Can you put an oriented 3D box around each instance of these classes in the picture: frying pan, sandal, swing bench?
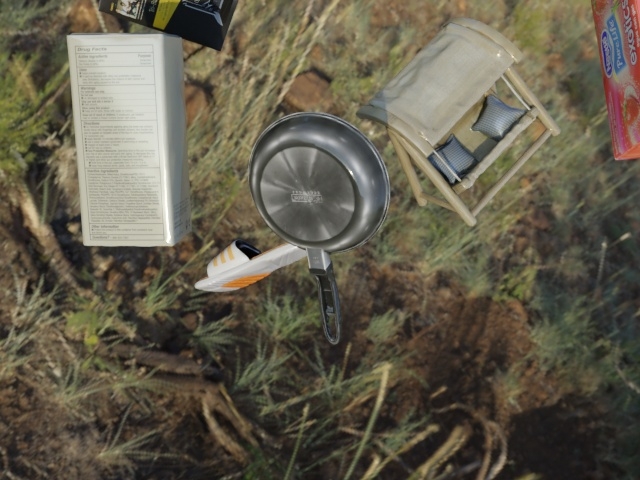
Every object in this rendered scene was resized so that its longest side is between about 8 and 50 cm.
[{"bbox_3d":[-0.026,-0.014,1.018,0.197,0.326,0.053,24,30,10],"label":"frying pan"},{"bbox_3d":[-0.131,0.030,1.504,0.102,0.265,0.076,21,48,-63],"label":"sandal"},{"bbox_3d":[0.244,-0.212,1.346,0.165,0.253,0.254,28,-19,54],"label":"swing bench"}]

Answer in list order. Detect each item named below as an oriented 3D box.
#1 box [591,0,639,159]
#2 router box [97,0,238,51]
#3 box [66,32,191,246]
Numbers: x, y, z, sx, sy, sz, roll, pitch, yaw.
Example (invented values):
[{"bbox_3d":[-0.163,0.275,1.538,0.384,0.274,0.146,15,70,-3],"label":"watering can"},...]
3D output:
[{"bbox_3d":[0.485,-0.276,1.059,0.142,0.154,0.299,92,-7,-80],"label":"box"},{"bbox_3d":[-0.251,-0.523,1.390,0.243,0.308,0.081,16,44,-16],"label":"router box"},{"bbox_3d":[-0.283,-0.153,1.160,0.148,0.310,0.121,2,12,5],"label":"box"}]
